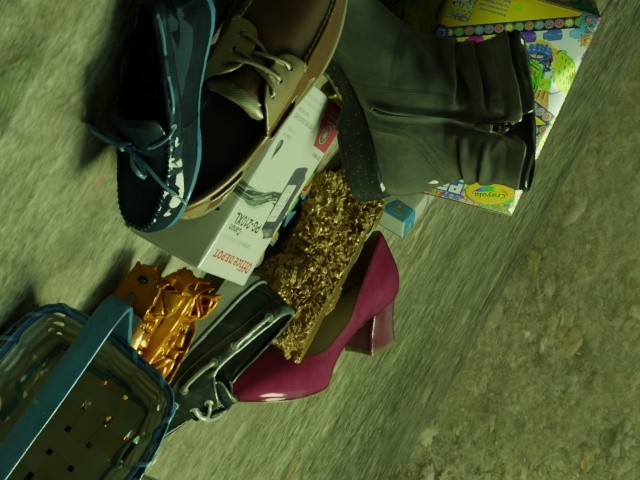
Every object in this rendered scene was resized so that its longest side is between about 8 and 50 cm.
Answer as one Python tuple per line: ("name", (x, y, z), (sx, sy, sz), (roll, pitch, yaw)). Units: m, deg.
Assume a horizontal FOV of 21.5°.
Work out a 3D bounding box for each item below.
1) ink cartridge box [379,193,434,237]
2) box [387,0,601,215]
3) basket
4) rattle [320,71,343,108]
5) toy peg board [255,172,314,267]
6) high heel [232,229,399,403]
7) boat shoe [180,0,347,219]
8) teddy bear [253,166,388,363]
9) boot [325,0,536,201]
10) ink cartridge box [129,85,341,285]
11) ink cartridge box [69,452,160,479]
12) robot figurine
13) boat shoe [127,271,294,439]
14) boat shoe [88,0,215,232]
("ink cartridge box", (0.120, -0.078, 2.470), (0.122, 0.088, 0.052), (-51, 161, -23))
("box", (0.182, -0.237, 2.021), (0.290, 0.177, 0.279), (-92, -160, -55))
("basket", (-0.262, 0.182, 1.661), (0.255, 0.201, 0.289), (-54, 172, -11))
("rattle", (-0.018, -0.209, 1.965), (0.200, 0.143, 0.130), (22, 67, -58))
("toy peg board", (-0.065, -0.034, 2.048), (0.161, 0.079, 0.160), (-55, 163, -7))
("high heel", (-0.015, 0.113, 2.476), (0.377, 0.127, 0.181), (-26, 116, -53))
("boat shoe", (-0.069, -0.157, 1.705), (0.324, 0.123, 0.116), (-61, -173, 6))
("teddy bear", (0.000, 0.000, 2.285), (0.338, 0.113, 0.245), (-62, 172, -15))
("boot", (0.115, -0.207, 1.818), (0.118, 0.223, 0.338), (-59, 137, -57))
("ink cartridge box", (-0.088, -0.079, 1.870), (0.237, 0.100, 0.172), (-59, 162, 1))
("ink cartridge box", (-0.226, 0.439, 1.928), (0.395, 0.166, 0.285), (82, 30, -68))
("robot figurine", (-0.232, 0.163, 1.914), (0.291, 0.085, 0.211), (-60, 162, 7))
("boat shoe", (-0.151, 0.179, 2.110), (0.301, 0.102, 0.108), (-49, 163, -6))
("boat shoe", (-0.171, -0.126, 1.601), (0.089, 0.109, 0.258), (-24, 127, -50))
